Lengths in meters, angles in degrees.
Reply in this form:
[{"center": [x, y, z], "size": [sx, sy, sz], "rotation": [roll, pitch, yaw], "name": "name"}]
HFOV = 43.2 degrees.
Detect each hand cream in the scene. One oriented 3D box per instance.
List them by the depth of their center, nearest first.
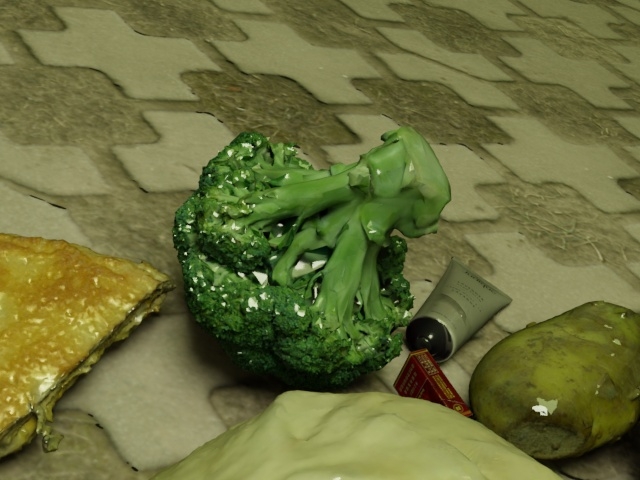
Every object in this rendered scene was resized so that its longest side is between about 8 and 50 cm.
[{"center": [0.148, 0.076, 0.884], "size": [0.087, 0.054, 0.186], "rotation": [37, 35, 13], "name": "hand cream"}]

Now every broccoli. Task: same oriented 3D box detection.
[{"center": [0.000, 0.000, 0.741], "size": [0.270, 0.270, 0.270], "rotation": [34, 34, -27], "name": "broccoli"}]

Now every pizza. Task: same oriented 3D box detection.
[{"center": [-0.284, 0.100, 0.653], "size": [0.280, 0.075, 0.287], "rotation": [12, 41, -4], "name": "pizza"}]

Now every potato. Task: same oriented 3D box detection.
[{"center": [0.241, 0.139, 0.790], "size": [0.149, 0.113, 0.251], "rotation": [24, 38, 39], "name": "potato"}]

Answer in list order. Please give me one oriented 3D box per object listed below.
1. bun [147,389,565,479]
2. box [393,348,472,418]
[{"center": [0.003, 0.222, 0.444], "size": [0.365, 0.202, 0.364], "rotation": [-12, 35, 9], "name": "bun"}, {"center": [0.106, 0.151, 0.772], "size": [0.023, 0.051, 0.082], "rotation": [-9, 48, -29], "name": "box"}]
